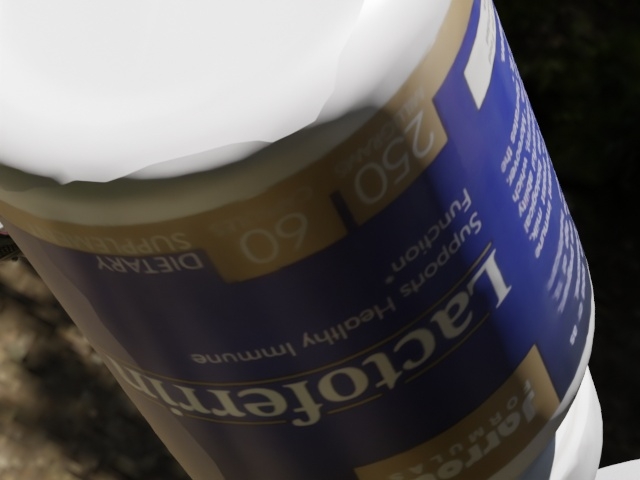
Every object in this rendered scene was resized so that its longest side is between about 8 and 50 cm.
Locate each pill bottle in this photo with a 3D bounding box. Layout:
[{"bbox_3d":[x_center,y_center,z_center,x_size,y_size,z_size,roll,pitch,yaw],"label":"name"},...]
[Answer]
[{"bbox_3d":[0.000,0.000,0.615,0.153,0.153,0.264,52,-6,41],"label":"pill bottle"}]

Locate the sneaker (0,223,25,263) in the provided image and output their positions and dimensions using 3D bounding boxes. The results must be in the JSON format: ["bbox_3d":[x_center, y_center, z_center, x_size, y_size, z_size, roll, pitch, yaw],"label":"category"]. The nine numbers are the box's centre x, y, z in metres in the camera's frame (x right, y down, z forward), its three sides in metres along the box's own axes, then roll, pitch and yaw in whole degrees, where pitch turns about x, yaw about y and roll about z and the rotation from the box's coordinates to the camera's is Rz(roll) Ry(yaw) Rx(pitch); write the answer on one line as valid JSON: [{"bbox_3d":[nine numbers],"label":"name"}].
[{"bbox_3d":[-0.193,-0.015,1.436,0.077,0.178,0.072,53,-2,-16],"label":"sneaker"}]

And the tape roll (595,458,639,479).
[{"bbox_3d":[0.145,0.188,0.803,0.219,0.219,0.072,23,32,-21],"label":"tape roll"}]
